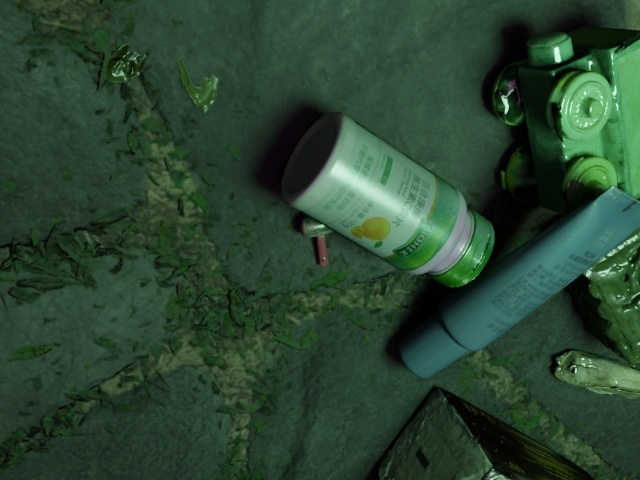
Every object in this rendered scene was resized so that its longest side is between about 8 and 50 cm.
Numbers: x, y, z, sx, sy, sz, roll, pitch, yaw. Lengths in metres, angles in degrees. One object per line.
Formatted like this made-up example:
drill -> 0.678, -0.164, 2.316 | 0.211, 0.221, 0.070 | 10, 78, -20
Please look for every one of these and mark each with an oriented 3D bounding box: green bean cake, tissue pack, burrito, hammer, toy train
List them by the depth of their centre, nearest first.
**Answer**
toy train -> 0.346, -0.150, 1.071 | 0.188, 0.159, 0.272 | -26, 116, -17
hammer -> 0.000, 0.000, 1.088 | 0.052, 0.031, 0.083 | -13, 124, -9
green bean cake -> 0.482, 0.023, 1.192 | 0.241, 0.132, 0.255 | -31, 116, 0
tissue pack -> 0.280, 0.407, 1.234 | 0.370, 0.210, 0.198 | 32, 104, -26
burrito -> 0.451, 0.217, 1.300 | 0.188, 0.045, 0.058 | 17, 79, -20

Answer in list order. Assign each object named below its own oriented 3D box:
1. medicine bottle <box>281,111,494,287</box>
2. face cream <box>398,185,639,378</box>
medicine bottle -> 0.093, -0.042, 1.041 | 0.274, 0.133, 0.133 | 29, 99, -26
face cream -> 0.261, 0.061, 1.084 | 0.135, 0.086, 0.385 | 16, 132, -45
